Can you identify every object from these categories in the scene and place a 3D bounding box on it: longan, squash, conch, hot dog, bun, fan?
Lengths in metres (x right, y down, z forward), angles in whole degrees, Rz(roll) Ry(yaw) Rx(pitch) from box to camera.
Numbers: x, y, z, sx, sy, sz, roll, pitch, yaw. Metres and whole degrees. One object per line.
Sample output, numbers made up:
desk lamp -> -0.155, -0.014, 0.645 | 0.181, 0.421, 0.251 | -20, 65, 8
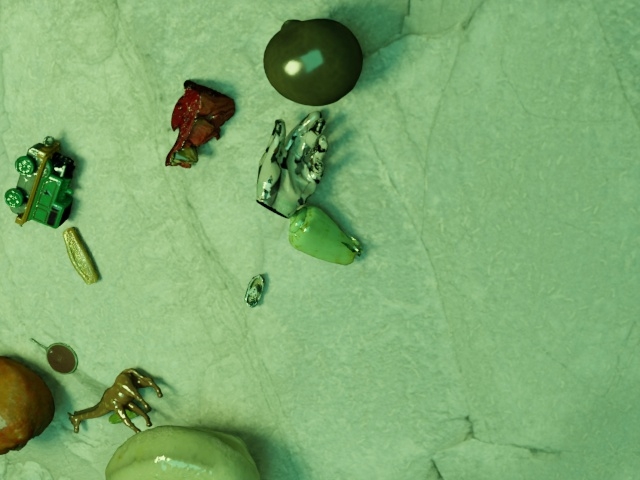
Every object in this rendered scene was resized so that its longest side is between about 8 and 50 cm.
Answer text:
longan -> -0.012, -0.333, 1.560 | 0.189, 0.189, 0.189 | 4, 108, 13
squash -> -0.470, 0.418, 1.994 | 0.083, 0.027, 0.027 | -24, 100, 21
conch -> 0.000, 0.000, 1.720 | 0.170, 0.079, 0.106 | 37, 128, -7
hot dog -> -0.545, 0.036, 1.890 | 0.044, 0.028, 0.137 | -26, 103, -6
bun -> -0.296, 0.544, 1.884 | 0.365, 0.219, 0.365 | 3, 121, 4
fan -> -0.640, 0.270, 2.002 | 0.133, 0.005, 0.085 | 31, 113, 2

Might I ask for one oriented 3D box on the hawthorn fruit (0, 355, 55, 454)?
hawthorn fruit -> -0.755, 0.366, 1.959 | 0.210, 0.210, 0.262 | -38, 87, 22

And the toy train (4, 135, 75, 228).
toy train -> -0.600, -0.118, 1.825 | 0.136, 0.091, 0.228 | 26, 111, -6

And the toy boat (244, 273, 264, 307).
toy boat -> -0.142, 0.107, 1.807 | 0.038, 0.038, 0.083 | 21, 112, 7

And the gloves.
gloves -> -0.051, -0.158, 1.667 | 0.127, 0.111, 0.212 | 27, 83, 10

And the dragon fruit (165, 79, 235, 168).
dragon fruit -> -0.273, -0.229, 1.700 | 0.122, 0.092, 0.192 | 36, 112, 1

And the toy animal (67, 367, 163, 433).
toy animal -> -0.487, 0.392, 1.964 | 0.229, 0.066, 0.224 | 25, 101, 27
